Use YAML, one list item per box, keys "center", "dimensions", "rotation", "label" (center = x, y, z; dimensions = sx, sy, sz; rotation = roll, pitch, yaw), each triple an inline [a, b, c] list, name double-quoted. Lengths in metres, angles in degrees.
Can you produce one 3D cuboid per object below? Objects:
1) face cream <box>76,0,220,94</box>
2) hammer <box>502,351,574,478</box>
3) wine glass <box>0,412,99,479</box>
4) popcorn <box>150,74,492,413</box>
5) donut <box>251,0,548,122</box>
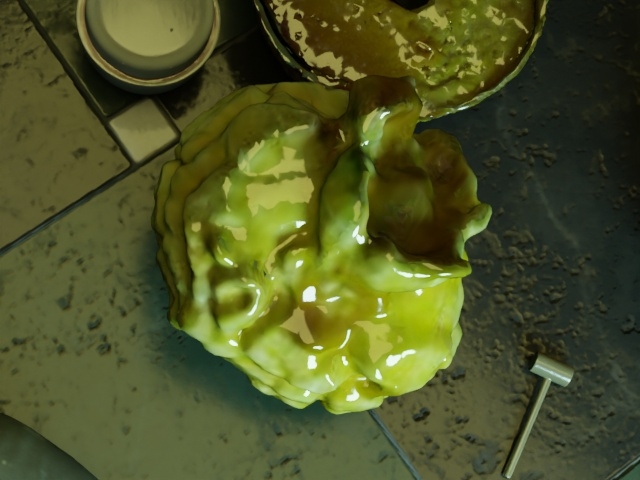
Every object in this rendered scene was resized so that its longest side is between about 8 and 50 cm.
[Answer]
- center: [-0.143, -0.178, 1.208]
  dimensions: [0.117, 0.104, 0.117]
  rotation: [2, 79, -11]
  label: "face cream"
- center: [0.179, 0.151, 1.250]
  dimensions: [0.035, 0.019, 0.110]
  rotation: [26, 82, -4]
  label: "hammer"
- center: [-0.306, 0.215, 1.046]
  dimensions: [0.323, 0.238, 0.238]
  rotation: [28, 76, -6]
  label: "wine glass"
- center: [0.000, 0.000, 1.134]
  dimensions: [0.258, 0.224, 0.270]
  rotation: [6, 109, 6]
  label: "popcorn"
- center: [0.058, -0.220, 1.249]
  dimensions: [0.272, 0.107, 0.272]
  rotation: [2, 79, -8]
  label: "donut"
